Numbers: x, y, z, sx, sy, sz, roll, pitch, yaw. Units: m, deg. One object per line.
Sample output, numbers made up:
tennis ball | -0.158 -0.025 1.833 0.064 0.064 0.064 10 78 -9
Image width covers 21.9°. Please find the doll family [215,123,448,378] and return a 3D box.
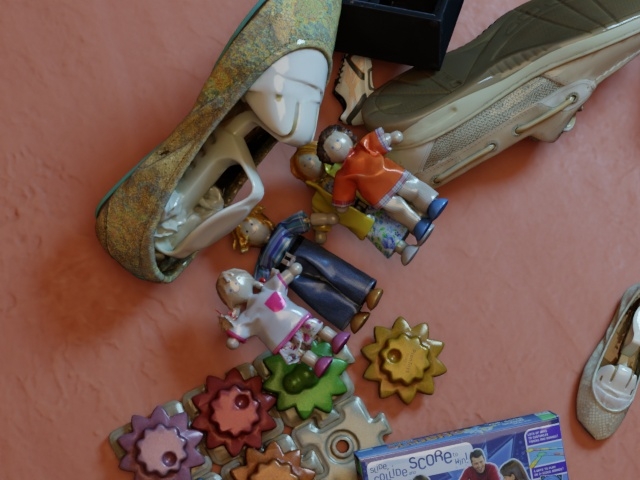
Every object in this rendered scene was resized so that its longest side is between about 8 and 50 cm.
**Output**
doll family | 0.000 0.000 1.610 0.163 0.118 0.263 37 95 7

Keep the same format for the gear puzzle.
gear puzzle | -0.021 0.183 1.601 0.339 0.044 0.175 -27 84 -10

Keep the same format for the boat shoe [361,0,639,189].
boat shoe | 0.206 -0.157 1.661 0.341 0.122 0.110 -25 122 -6

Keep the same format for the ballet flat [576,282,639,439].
ballet flat | 0.299 0.116 1.643 0.057 0.052 0.168 21 79 -2

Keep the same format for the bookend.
bookend | 0.065 -0.261 1.653 0.156 0.072 0.157 13 54 12

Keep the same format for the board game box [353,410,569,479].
board game box | 0.142 0.251 1.597 0.201 0.035 0.136 -10 95 -8

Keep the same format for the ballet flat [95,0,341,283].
ballet flat | -0.074 -0.099 1.564 0.123 0.123 0.348 42 100 2

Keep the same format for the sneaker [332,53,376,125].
sneaker | 0.032 -0.168 1.670 0.043 0.040 0.109 -7 80 -4
